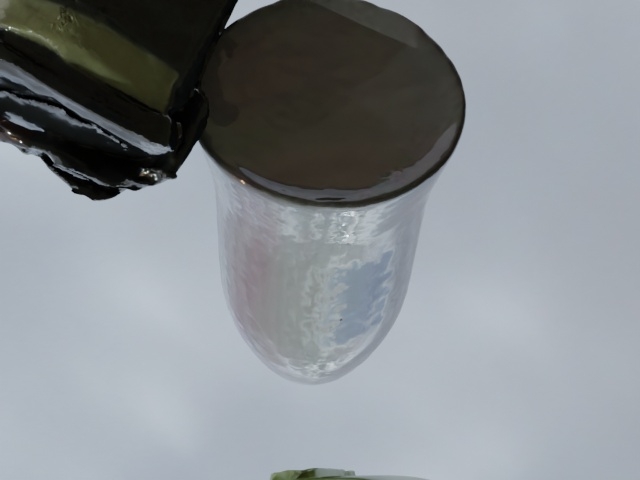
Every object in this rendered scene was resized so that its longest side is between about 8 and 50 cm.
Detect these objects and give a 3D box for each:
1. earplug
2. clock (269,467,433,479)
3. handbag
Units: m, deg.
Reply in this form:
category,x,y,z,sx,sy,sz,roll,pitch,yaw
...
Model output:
category,x,y,z,sx,sy,sz,roll,pitch,yaw
earplug,0.000,0.000,1.240,0.172,0.301,0.172,1,-127,-1
clock,-0.044,0.277,0.756,0.286,0.117,0.348,-10,-100,15
handbag,-0.149,-0.134,1.112,0.181,0.254,0.181,26,-101,-15
